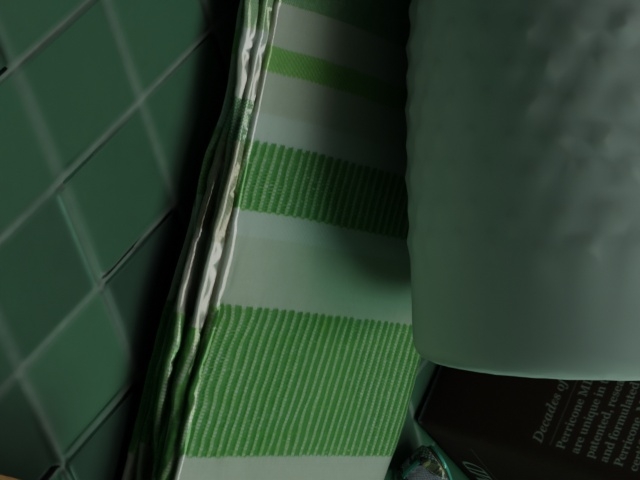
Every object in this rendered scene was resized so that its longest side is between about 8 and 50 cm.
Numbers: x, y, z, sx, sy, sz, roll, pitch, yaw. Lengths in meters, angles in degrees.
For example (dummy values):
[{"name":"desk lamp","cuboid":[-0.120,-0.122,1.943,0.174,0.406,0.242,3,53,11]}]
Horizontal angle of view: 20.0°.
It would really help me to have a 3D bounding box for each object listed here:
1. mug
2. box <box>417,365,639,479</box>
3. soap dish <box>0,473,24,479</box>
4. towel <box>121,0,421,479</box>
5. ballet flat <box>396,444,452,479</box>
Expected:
[{"name":"mug","cuboid":[0.227,-0.110,0.947,0.374,0.276,0.328,-3,94,-12]},{"name":"box","cuboid":[0.274,0.140,1.118,0.143,0.381,0.191,-63,144,-16]},{"name":"soap dish","cuboid":[-0.168,0.234,0.736,0.229,0.118,0.291,30,77,-56]},{"name":"towel","cuboid":[0.000,0.000,0.978,0.248,0.038,0.325,11,91,-58]},{"name":"ballet flat","cuboid":[0.073,0.172,1.152,0.041,0.041,0.114,-58,142,-26]}]
